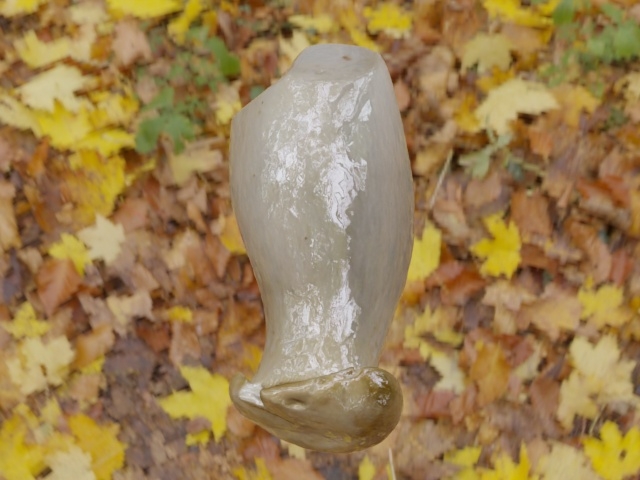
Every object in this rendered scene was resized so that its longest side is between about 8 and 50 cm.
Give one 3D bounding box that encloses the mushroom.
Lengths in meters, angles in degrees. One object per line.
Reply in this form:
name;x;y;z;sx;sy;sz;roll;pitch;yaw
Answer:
mushroom;-0.001;0.000;0.693;0.097;0.088;0.212;2;79;-1
